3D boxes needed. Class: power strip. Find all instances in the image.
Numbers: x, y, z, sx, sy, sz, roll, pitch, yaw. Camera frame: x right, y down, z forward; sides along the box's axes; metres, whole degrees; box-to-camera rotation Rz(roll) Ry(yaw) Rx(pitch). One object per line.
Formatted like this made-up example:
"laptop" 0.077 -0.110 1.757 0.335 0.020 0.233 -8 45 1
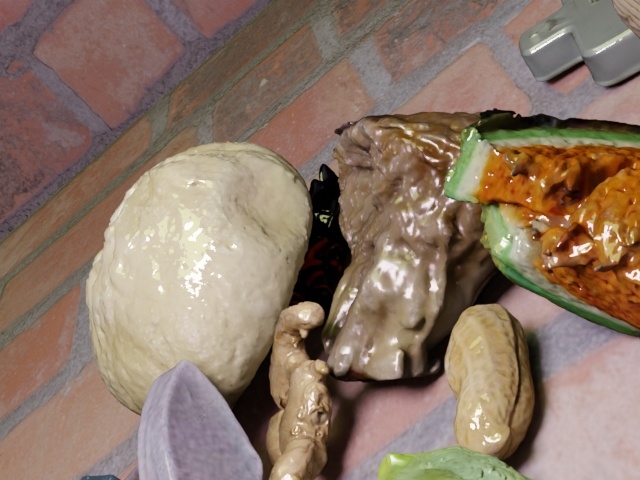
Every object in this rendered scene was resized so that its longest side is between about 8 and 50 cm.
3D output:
"power strip" 0.339 -0.270 1.278 0.194 0.059 0.265 -29 28 22

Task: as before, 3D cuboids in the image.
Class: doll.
"doll" 0.001 0.002 1.364 0.127 0.088 0.248 -11 46 19

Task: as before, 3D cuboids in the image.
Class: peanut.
"peanut" 0.149 0.128 0.929 0.080 0.080 0.174 -31 30 28

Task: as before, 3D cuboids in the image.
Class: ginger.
"ginger" -0.025 0.199 1.064 0.149 0.065 0.258 112 160 -64

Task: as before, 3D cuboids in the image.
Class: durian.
"durian" 0.119 0.228 0.782 0.139 0.101 0.250 -48 24 -9

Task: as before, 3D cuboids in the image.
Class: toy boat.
"toy boat" -0.153 0.302 1.062 0.276 0.111 0.293 51 124 48

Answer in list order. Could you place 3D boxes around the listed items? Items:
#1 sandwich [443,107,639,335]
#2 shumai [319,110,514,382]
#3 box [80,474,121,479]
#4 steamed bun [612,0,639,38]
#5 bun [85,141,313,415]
"sandwich" 0.267 0.007 0.856 0.301 0.250 0.162 -131 43 -57
"shumai" 0.120 0.015 1.112 0.346 0.217 0.283 155 120 -66
"box" -0.273 0.330 1.295 0.099 0.054 0.074 -17 34 47
"steamed bun" 0.388 -0.297 0.938 0.219 0.324 0.310 -40 33 0
"bun" -0.160 0.046 1.254 0.349 0.227 0.352 -98 30 -70
